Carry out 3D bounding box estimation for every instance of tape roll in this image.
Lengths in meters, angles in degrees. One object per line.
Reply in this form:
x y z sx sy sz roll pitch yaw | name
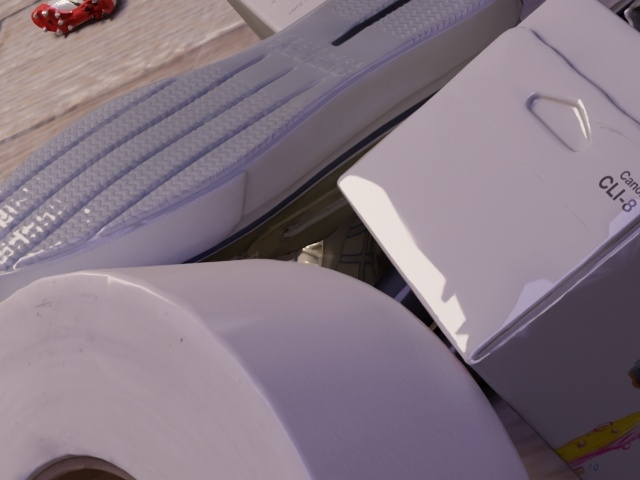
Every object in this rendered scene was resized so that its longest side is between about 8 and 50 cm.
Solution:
-0.045 0.150 0.501 0.286 0.100 0.286 2 93 45 | tape roll

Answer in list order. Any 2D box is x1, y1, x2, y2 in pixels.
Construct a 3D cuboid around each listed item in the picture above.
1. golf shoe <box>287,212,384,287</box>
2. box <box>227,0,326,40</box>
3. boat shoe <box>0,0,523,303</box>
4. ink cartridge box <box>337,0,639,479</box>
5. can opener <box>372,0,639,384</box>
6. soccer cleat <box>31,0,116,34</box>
0.000 0.000 0.713 0.069 0.086 0.176 2 59 39 | golf shoe
0.016 -0.170 0.839 0.130 0.091 0.170 -42 40 1 | box
-0.019 -0.035 0.623 0.302 0.094 0.109 -30 38 -18 | boat shoe
0.118 0.015 0.531 0.127 0.176 0.128 -40 40 5 | ink cartridge box
0.123 -0.036 0.671 0.283 0.076 0.095 -47 8 -3 | can opener
-0.201 -0.193 1.089 0.083 0.029 0.035 -10 42 30 | soccer cleat
